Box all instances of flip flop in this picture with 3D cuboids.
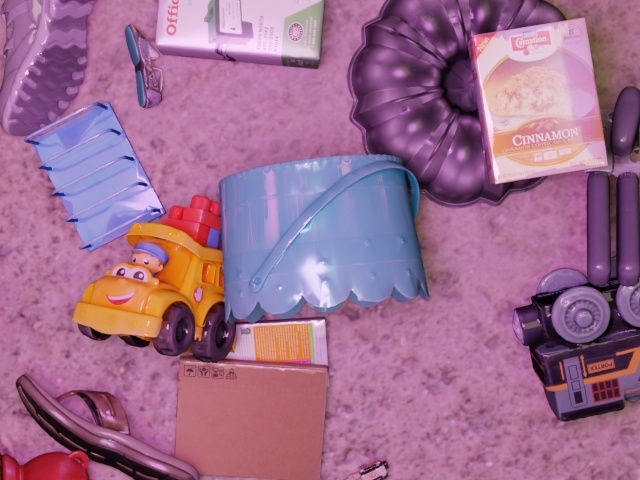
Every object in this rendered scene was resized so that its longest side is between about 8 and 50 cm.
[{"bbox_3d":[-0.280,0.250,1.791,0.277,0.112,0.080,25,64,3],"label":"flip flop"}]

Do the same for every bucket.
[{"bbox_3d":[0.000,0.000,1.701,0.281,0.281,0.183,-8,86,0],"label":"bucket"}]

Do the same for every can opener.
[{"bbox_3d":[0.377,-0.072,1.735,0.074,0.093,0.280,2,59,10],"label":"can opener"}]

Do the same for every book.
[{"bbox_3d":[-0.062,0.156,1.818,0.144,0.035,0.096,-3,95,0],"label":"book"}]

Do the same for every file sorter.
[{"bbox_3d":[-0.300,-0.086,1.775,0.118,0.104,0.170,-27,91,0],"label":"file sorter"}]

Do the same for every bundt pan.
[{"bbox_3d":[0.199,-0.204,1.764,0.330,0.124,0.331,0,92,0],"label":"bundt pan"}]

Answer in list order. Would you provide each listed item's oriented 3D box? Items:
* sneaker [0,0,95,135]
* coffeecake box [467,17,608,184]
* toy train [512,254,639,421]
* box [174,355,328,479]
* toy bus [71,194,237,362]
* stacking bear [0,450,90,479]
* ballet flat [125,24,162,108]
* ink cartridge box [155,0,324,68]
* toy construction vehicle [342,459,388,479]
[{"bbox_3d":[-0.375,-0.277,1.791,0.115,0.105,0.281,23,96,33],"label":"sneaker"},{"bbox_3d":[0.269,-0.172,1.669,0.142,0.068,0.186,-9,91,1],"label":"coffeecake box"},{"bbox_3d":[0.424,0.119,1.773,0.333,0.142,0.190,-13,103,-2],"label":"toy train"},{"bbox_3d":[-0.095,0.242,1.810,0.201,0.021,0.164,4,103,-1],"label":"box"},{"bbox_3d":[-0.194,0.041,1.717,0.149,0.220,0.211,11,87,27],"label":"toy bus"},{"bbox_3d":[-0.444,0.345,1.761,0.289,0.164,0.175,-5,98,-11],"label":"stacking bear"},{"bbox_3d":[-0.235,-0.236,1.809,0.041,0.041,0.114,-11,92,0],"label":"ballet flat"},{"bbox_3d":[-0.104,-0.319,1.775,0.219,0.092,0.160,4,91,-1],"label":"ink cartridge box"},{"bbox_3d":[0.075,0.343,1.825,0.098,0.035,0.086,-28,102,3],"label":"toy construction vehicle"}]
